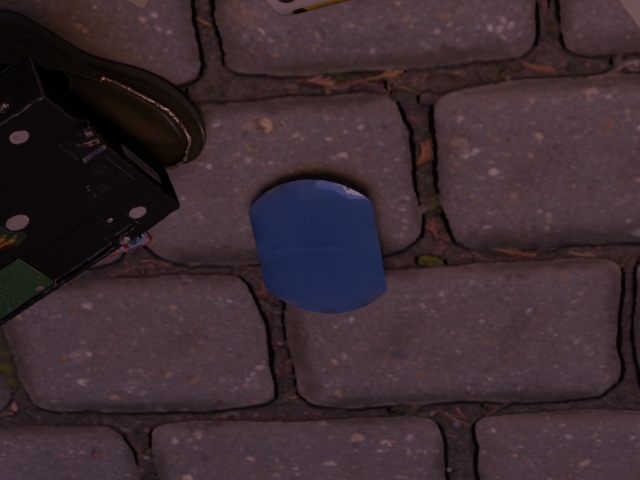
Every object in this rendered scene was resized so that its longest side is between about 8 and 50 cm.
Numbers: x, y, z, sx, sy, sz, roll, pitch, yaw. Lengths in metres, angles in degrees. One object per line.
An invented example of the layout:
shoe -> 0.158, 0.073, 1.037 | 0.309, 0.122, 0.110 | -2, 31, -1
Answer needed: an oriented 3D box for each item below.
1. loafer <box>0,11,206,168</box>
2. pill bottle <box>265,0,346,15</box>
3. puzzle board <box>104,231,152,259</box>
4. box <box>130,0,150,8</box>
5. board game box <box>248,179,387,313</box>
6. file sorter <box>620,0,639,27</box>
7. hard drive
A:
loafer -> -0.233, -0.129, 1.432 | 0.251, 0.087, 0.094 | 24, 127, -12
pill bottle -> 0.047, -0.273, 1.266 | 0.208, 0.119, 0.119 | -11, 126, 15
puzzle board -> -0.253, -0.029, 1.562 | 0.096, 0.011, 0.128 | -20, 123, 20
box -> -0.114, -0.340, 1.240 | 0.094, 0.113, 0.275 | 30, 124, -16
board game box -> 0.000, 0.000, 1.543 | 0.133, 0.033, 0.169 | -2, 123, 15
file sorter -> 0.294, -0.295, 1.177 | 0.173, 0.193, 0.278 | -31, 118, 24
hard drive -> -0.333, -0.011, 1.384 | 0.339, 0.064, 0.237 | -34, 145, 11
